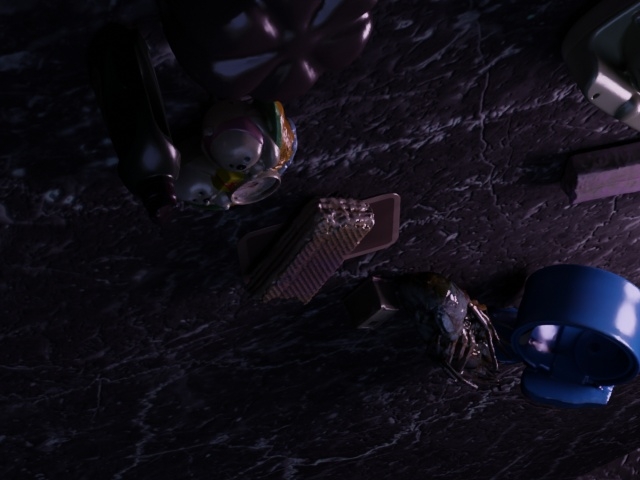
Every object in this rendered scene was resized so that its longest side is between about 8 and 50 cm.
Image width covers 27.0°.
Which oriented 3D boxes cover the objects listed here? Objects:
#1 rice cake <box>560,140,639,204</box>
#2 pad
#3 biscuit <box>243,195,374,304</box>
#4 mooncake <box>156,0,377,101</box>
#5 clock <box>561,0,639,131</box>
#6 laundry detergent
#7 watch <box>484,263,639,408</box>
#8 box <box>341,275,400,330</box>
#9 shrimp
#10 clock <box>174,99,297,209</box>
[{"bbox_3d":[0.532,-0.126,2.173,0.298,0.050,0.106,-13,152,-13],"label":"rice cake"},{"bbox_3d":[0.000,0.000,2.103,0.266,0.002,0.176,-16,152,-7],"label":"pad"},{"bbox_3d":[-0.020,0.017,2.053,0.108,0.061,0.239,3,143,-34],"label":"biscuit"},{"bbox_3d":[-0.056,-0.260,1.482,0.245,0.133,0.245,-22,152,-12],"label":"mooncake"},{"bbox_3d":[0.509,-0.288,1.809,0.324,0.108,0.265,-37,147,28],"label":"clock"},{"bbox_3d":[-0.206,-0.124,1.519,0.078,0.221,0.144,-12,150,-14],"label":"laundry detergent"},{"bbox_3d":[0.444,0.151,2.463,0.305,0.241,0.274,16,151,3],"label":"watch"},{"bbox_3d":[0.089,0.110,2.291,0.060,0.063,0.085,12,138,-43],"label":"box"},{"bbox_3d":[0.248,0.191,2.367,0.137,0.172,0.372,-7,137,45],"label":"shrimp"},{"bbox_3d":[-0.119,-0.111,1.727,0.144,0.103,0.231,-4,150,-43],"label":"clock"}]
